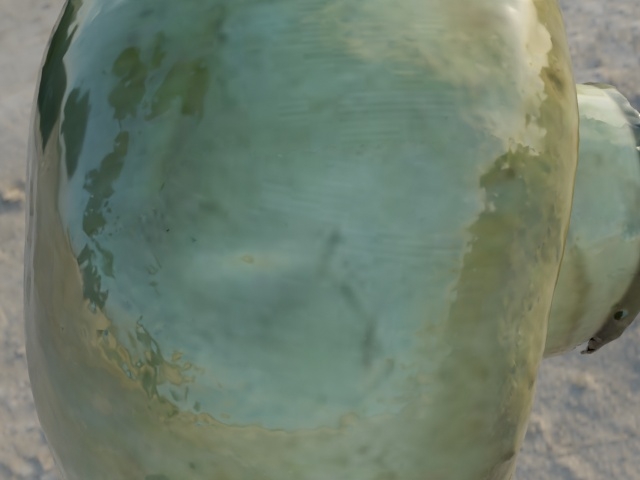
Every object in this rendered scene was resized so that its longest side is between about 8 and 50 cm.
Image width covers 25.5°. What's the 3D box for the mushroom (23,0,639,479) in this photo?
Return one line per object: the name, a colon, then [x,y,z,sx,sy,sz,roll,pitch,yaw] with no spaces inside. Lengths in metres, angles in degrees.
mushroom: [0.000,0.000,0.626,0.260,0.352,0.352,-1,30,-15]
